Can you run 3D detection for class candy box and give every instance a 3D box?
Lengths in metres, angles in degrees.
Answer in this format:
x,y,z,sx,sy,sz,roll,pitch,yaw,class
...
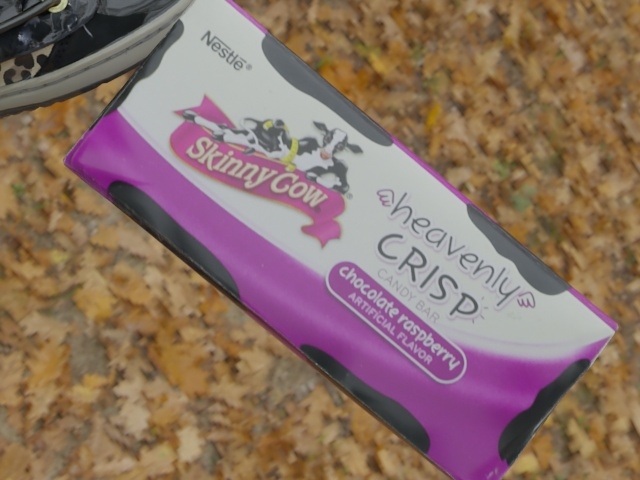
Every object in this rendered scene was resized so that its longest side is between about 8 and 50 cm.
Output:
x,y,z,sx,sy,sz,roll,pitch,yaw,class
0.000,0.000,0.472,0.159,0.071,0.233,40,-3,-4,candy box

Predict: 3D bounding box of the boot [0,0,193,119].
x,y,z,sx,sy,sz,roll,pitch,yaw,class
-0.142,-0.131,0.452,0.085,0.236,0.178,51,-13,45,boot
